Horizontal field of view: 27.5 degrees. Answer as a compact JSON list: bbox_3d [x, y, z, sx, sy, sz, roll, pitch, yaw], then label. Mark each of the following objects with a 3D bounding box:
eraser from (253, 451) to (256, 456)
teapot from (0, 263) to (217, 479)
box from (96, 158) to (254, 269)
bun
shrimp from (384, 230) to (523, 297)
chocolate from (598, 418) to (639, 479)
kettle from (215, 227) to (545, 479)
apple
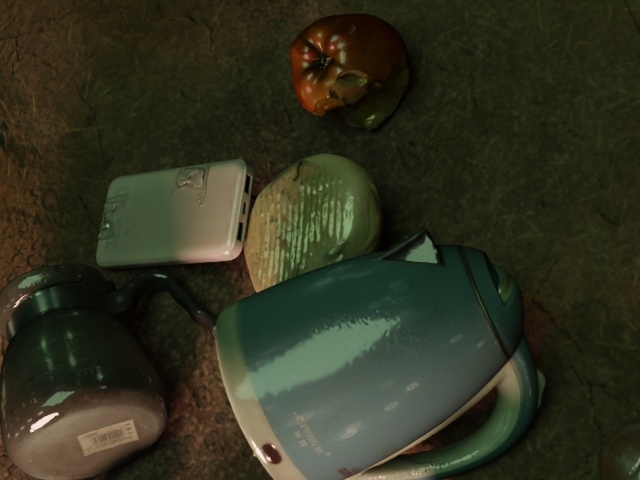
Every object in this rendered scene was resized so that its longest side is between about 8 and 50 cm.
[{"bbox_3d":[-0.026,0.270,1.714,0.122,0.029,0.052,7,76,27],"label":"eraser"},{"bbox_3d":[-0.317,0.139,1.795,0.305,0.223,0.285,-35,55,13],"label":"teapot"},{"bbox_3d":[-0.212,-0.035,1.862,0.285,0.044,0.142,-5,69,40],"label":"box"},{"bbox_3d":[0.000,0.000,1.738,0.237,0.116,0.210,-28,59,43],"label":"bun"},{"bbox_3d":[0.154,0.060,1.692,0.219,0.046,0.152,-12,72,24],"label":"shrimp"},{"bbox_3d":[0.438,0.251,1.473,0.261,0.083,0.161,-24,66,16],"label":"chocolate"},{"bbox_3d":[0.096,0.156,1.573,0.342,0.319,0.247,-25,23,11],"label":"kettle"},{"bbox_3d":[0.036,-0.239,1.783,0.156,0.158,0.147,-12,66,26],"label":"apple"}]
